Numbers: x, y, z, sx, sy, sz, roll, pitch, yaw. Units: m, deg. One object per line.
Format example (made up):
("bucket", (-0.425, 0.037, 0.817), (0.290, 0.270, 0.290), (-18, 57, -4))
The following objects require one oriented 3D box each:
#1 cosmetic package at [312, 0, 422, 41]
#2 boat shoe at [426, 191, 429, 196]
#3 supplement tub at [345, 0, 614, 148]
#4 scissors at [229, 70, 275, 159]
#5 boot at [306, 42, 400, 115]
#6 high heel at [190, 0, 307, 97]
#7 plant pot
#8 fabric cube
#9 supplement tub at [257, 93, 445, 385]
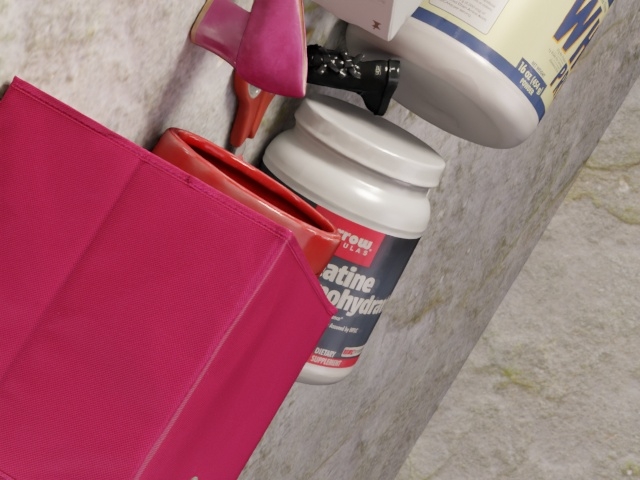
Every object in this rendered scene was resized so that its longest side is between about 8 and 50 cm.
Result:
("cosmetic package", (0.082, -0.314, 1.757), (0.231, 0.117, 0.085), (-53, 163, -31))
("boat shoe", (0.066, -0.061, 2.223), (0.277, 0.098, 0.096), (-42, 158, -47))
("supplement tub", (0.201, -0.289, 1.962), (0.325, 0.235, 0.235), (-58, 165, -8))
("scissors", (-0.075, -0.100, 1.827), (0.109, 0.021, 0.297), (-46, 158, -49))
("boot", (0.028, -0.169, 1.895), (0.121, 0.099, 0.045), (114, -16, -76))
("high heel", (-0.009, -0.248, 1.573), (0.244, 0.117, 0.082), (-59, 165, -4))
("plant pot", (-0.101, 0.017, 1.639), (0.174, 0.191, 0.191), (-59, 166, 6))
("fabric cube", (-0.169, 0.076, 1.381), (0.258, 0.259, 0.254), (-58, 164, -10))
("supplement tub", (0.000, 0.000, 1.934), (0.272, 0.191, 0.191), (-64, 165, 14))
